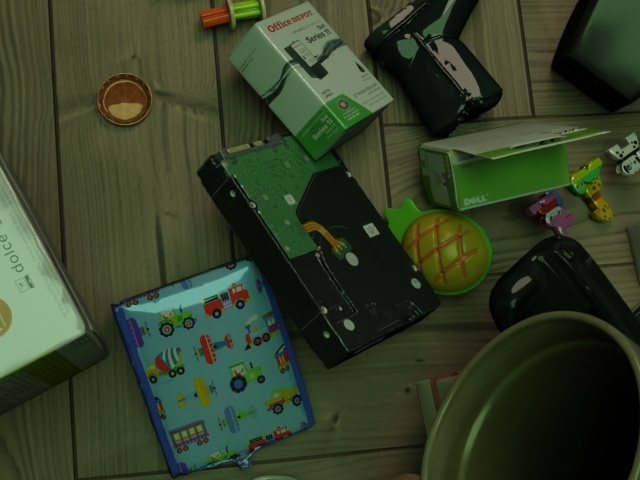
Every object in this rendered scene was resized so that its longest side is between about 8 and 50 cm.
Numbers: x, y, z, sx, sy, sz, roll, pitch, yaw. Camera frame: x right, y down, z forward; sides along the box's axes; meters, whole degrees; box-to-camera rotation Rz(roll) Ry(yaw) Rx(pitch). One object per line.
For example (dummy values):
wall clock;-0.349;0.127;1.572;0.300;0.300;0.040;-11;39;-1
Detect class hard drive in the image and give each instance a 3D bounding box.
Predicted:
hard drive;0.000;0.000;1.553;0.237;0.064;0.339;-22;74;-49

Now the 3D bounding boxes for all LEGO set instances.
LEGO set;0.416;-0.063;1.688;0.227;0.087;0.093;-34;88;-18

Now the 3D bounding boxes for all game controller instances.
game controller;0.355;0.152;1.412;0.166;0.067;0.319;-38;94;-14

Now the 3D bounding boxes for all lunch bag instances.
lunch bag;-0.147;0.193;1.556;0.221;0.138;0.293;-19;92;-13

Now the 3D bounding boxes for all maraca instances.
maraca;0.170;0.009;1.637;0.186;0.099;0.127;25;88;21

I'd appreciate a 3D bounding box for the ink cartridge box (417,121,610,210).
ink cartridge box;0.278;-0.105;1.571;0.189;0.255;0.097;-13;102;-15

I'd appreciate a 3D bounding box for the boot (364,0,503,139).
boot;0.220;-0.299;1.696;0.246;0.094;0.207;-38;83;-5

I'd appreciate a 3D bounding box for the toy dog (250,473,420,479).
toy dog;0.041;0.442;1.489;0.334;0.220;0.161;-3;111;10

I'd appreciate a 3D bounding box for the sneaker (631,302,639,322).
sneaker;0.491;0.169;1.634;0.083;0.118;0.222;38;77;1

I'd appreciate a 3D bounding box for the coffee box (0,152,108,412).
coffee box;-0.512;0.071;1.413;0.334;0.338;0.337;-28;84;-11

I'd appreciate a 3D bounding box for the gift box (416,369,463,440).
gift box;0.311;0.291;1.526;0.276;0.258;0.255;0;77;-27

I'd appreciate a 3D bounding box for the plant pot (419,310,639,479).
plant pot;0.321;0.282;1.240;0.280;0.323;0.323;32;76;-29

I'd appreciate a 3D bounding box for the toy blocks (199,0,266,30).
toy blocks;-0.168;-0.382;1.685;0.148;0.054;0.123;-11;81;-9

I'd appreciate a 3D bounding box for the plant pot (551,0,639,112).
plant pot;0.470;-0.309;1.698;0.187;0.188;0.167;37;91;0

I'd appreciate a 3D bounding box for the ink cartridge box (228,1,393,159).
ink cartridge box;-0.014;-0.243;1.629;0.208;0.087;0.153;49;41;3

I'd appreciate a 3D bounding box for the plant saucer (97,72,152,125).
plant saucer;-0.299;-0.215;1.659;0.083;0.013;0.083;1;79;-6

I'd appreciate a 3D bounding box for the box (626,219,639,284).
box;0.548;0.009;1.686;0.101;0.087;0.102;-10;81;-9
